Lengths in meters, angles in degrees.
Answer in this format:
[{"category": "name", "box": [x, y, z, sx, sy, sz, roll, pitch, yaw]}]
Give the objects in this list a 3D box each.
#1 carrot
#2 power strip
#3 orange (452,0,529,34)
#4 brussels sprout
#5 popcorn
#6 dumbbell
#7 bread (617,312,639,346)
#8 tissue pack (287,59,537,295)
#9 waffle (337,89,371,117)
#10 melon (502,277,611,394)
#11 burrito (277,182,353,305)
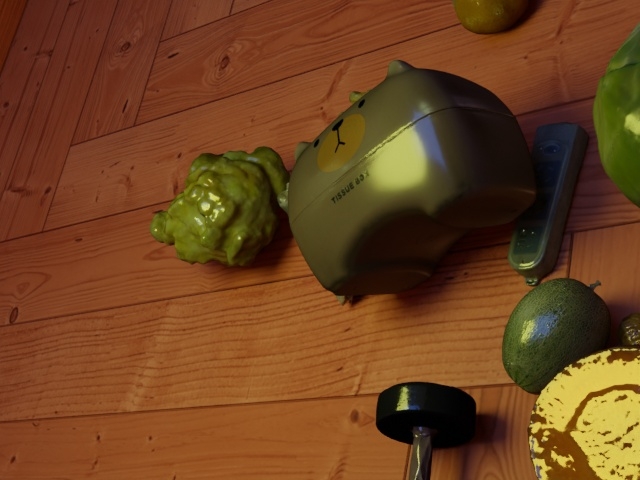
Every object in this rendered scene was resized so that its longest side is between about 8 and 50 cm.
[{"category": "carrot", "box": [0.408, 0.256, 1.515, 0.307, 0.100, 0.258, 3, 76, 39]}, {"category": "power strip", "box": [0.359, -0.064, 1.865, 0.080, 0.048, 0.286, -2, 64, 45]}, {"category": "orange", "box": [0.307, -0.452, 2.117, 0.156, 0.134, 0.156, -16, 49, 20]}, {"category": "brussels sprout", "box": [0.531, -0.164, 1.608, 0.344, 0.268, 0.344, -13, 44, 13]}, {"category": "popcorn", "box": [-0.191, -0.057, 2.257, 0.250, 0.242, 0.235, -18, 90, 46]}, {"category": "dumbbell", "box": [0.149, 0.331, 1.715, 0.152, 0.152, 0.218, -17, 53, 37]}, {"category": "bread", "box": [0.453, 0.167, 1.612, 0.052, 0.044, 0.157, -36, 43, 21]}, {"category": "tissue pack", "box": [0.134, -0.100, 1.887, 0.387, 0.267, 0.277, -37, 61, 39]}, {"category": "waffle", "box": [0.089, -0.157, 2.183, 0.281, 0.058, 0.301, -6, 59, 40]}, {"category": "melon", "box": [0.340, 0.131, 1.676, 0.192, 0.139, 0.139, -52, 40, -2]}, {"category": "burrito", "box": [0.000, 0.000, 2.120, 0.275, 0.059, 0.082, 56, 139, 37]}]
